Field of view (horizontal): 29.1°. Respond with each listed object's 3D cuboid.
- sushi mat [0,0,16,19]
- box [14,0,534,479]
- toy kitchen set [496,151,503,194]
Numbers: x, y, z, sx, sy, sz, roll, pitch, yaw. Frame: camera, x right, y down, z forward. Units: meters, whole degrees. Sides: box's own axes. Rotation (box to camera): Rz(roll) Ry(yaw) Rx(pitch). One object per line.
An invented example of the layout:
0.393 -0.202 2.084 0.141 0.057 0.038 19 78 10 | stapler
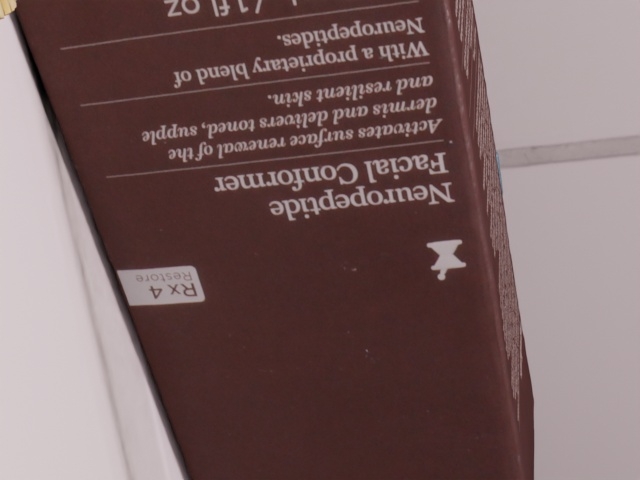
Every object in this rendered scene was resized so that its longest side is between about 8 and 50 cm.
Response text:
-0.165 -0.200 0.371 0.151 0.019 0.316 -68 150 -62 | sushi mat
0.000 0.000 0.655 0.143 0.191 0.381 -79 159 -52 | box
0.085 0.026 1.083 0.122 0.166 0.207 -72 153 -62 | toy kitchen set
